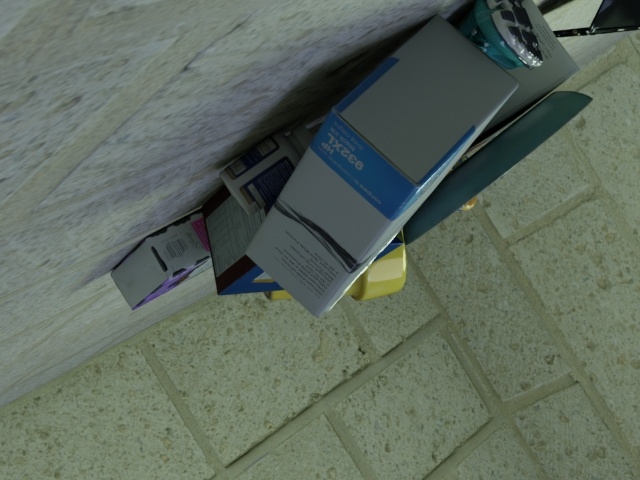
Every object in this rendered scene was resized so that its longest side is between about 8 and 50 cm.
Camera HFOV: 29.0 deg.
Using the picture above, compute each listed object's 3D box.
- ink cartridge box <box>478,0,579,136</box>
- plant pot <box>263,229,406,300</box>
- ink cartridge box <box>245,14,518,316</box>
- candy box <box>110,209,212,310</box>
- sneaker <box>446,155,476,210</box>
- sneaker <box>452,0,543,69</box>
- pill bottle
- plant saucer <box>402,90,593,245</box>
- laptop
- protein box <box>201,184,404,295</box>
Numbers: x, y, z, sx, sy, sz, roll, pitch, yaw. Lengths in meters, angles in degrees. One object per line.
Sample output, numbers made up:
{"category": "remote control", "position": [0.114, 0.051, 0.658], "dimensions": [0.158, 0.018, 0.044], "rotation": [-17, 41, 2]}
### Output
{"category": "ink cartridge box", "position": [0.177, -0.183, 1.780], "dimensions": [0.272, 0.130, 0.309], "rotation": [-33, 178, -18]}
{"category": "plant pot", "position": [0.000, 0.000, 2.225], "dimensions": [0.239, 0.254, 0.254], "rotation": [-15, 174, -12]}
{"category": "ink cartridge box", "position": [0.064, -0.080, 1.438], "dimensions": [0.223, 0.129, 0.307], "rotation": [-46, 175, -37]}
{"category": "candy box", "position": [-0.193, 0.012, 1.839], "dimensions": [0.196, 0.070, 0.165], "rotation": [-29, 176, -33]}
{"category": "sneaker", "position": [0.140, -0.120, 2.059], "dimensions": [0.131, 0.112, 0.296], "rotation": [-18, 150, 40]}
{"category": "sneaker", "position": [0.199, -0.235, 1.479], "dimensions": [0.110, 0.107, 0.275], "rotation": [-23, 178, 6]}
{"category": "pill bottle", "position": [-0.058, -0.089, 1.513], "dimensions": [0.120, 0.067, 0.067], "rotation": [-35, 178, -3]}
{"category": "plant saucer", "position": [0.228, -0.106, 1.671], "dimensions": [0.317, 0.044, 0.317], "rotation": [-39, 179, -1]}
{"category": "laptop", "position": [0.445, -0.384, 1.885], "dimensions": [0.234, 0.137, 0.264], "rotation": [-11, -170, -40]}
{"category": "protein box", "position": [-0.029, -0.021, 1.708], "dimensions": [0.199, 0.136, 0.201], "rotation": [-4, 164, -29]}
